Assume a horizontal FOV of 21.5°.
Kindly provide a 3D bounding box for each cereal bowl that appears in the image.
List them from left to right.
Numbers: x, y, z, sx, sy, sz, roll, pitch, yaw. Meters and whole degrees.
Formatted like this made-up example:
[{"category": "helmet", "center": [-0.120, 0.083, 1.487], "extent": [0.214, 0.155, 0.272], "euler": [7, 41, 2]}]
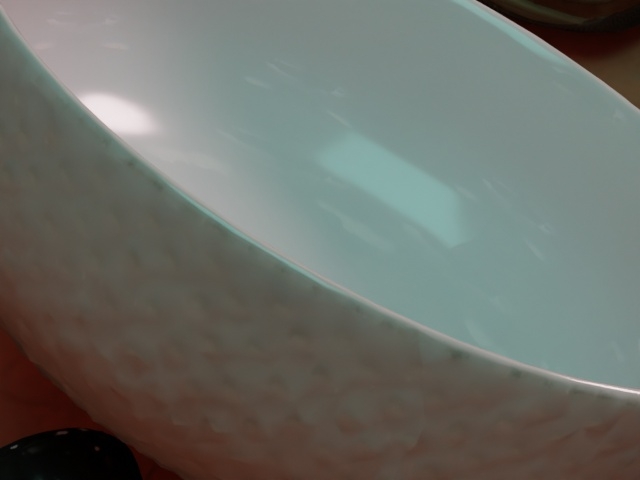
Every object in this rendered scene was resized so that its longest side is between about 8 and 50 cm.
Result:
[{"category": "cereal bowl", "center": [0.000, 0.000, 0.634], "extent": [0.339, 0.141, 0.339], "euler": [23, 26, -12]}]

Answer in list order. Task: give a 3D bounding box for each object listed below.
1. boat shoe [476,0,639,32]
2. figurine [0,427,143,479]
[{"category": "boat shoe", "center": [0.069, -0.238, 0.892], "extent": [0.122, 0.120, 0.324], "euler": [-29, 60, -28]}, {"category": "figurine", "center": [-0.129, 0.188, 0.535], "extent": [0.214, 0.092, 0.209], "euler": [-15, 58, -19]}]
